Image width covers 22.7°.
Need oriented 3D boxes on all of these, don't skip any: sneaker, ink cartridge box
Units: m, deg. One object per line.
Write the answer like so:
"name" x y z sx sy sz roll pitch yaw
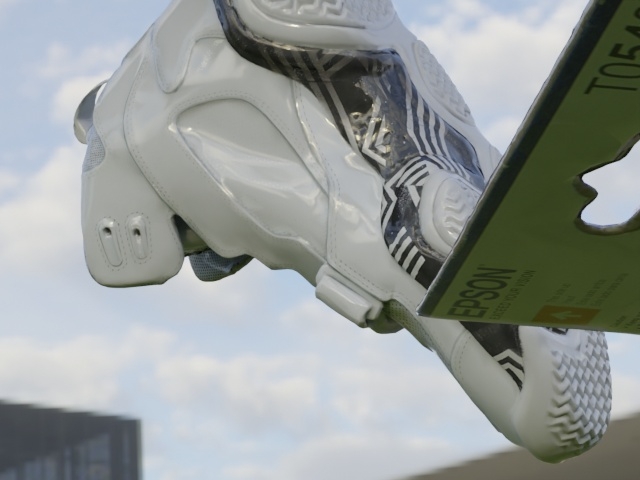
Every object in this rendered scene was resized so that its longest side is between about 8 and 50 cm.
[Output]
"sneaker" 0.000 0.000 0.910 0.210 0.366 0.137 -39 -16 23
"ink cartridge box" 0.217 -0.033 0.499 0.330 0.071 0.324 7 -20 -4
